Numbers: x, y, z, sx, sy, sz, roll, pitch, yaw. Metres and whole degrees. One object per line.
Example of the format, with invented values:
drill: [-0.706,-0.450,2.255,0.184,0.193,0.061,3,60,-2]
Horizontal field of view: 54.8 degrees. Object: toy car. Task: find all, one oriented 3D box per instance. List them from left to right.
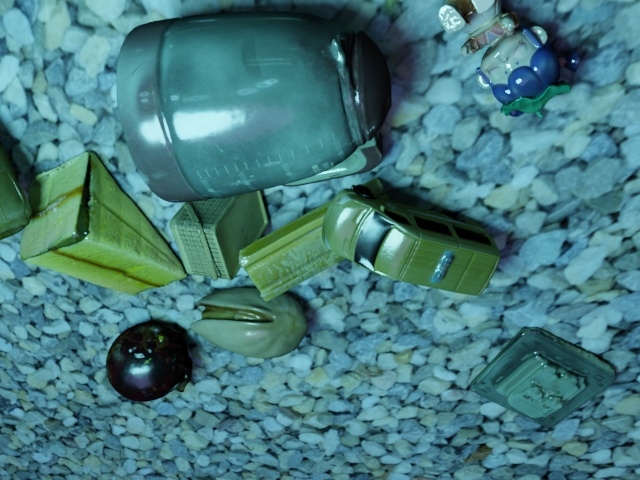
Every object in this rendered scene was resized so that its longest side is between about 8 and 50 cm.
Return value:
toy car: [0.134,0.006,0.912,0.256,0.124,0.101,12,115,-22]

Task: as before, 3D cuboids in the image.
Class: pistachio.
pistachio: [-0.131,0.151,1.139,0.223,0.127,0.152,5,165,11]

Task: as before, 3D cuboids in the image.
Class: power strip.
power strip: [0.407,0.273,1.137,0.198,0.065,0.213,25,131,-4]

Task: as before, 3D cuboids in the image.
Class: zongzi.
zongzi: [-0.642,-0.110,1.038,0.299,0.145,0.274,-12,106,35]

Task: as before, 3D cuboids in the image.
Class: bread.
bread: [-0.382,-0.018,1.120,0.167,0.163,0.264,-17,153,25]

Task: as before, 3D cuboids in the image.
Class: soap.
soap: [0.000,0.000,0.966,0.251,0.037,0.092,-28,120,0]

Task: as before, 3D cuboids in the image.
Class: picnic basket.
picnic basket: [-0.156,-0.026,0.976,0.079,0.164,0.115,7,131,21]

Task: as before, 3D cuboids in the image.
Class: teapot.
teapot: [-0.056,-0.160,0.826,0.311,0.234,0.315,-4,157,11]

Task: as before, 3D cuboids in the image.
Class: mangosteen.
mangosteen: [-0.350,0.252,1.257,0.172,0.173,0.184,23,150,-5]

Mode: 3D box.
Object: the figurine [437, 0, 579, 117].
figurine: [0.230,-0.236,0.750,0.111,0.102,0.195,-27,114,34]
